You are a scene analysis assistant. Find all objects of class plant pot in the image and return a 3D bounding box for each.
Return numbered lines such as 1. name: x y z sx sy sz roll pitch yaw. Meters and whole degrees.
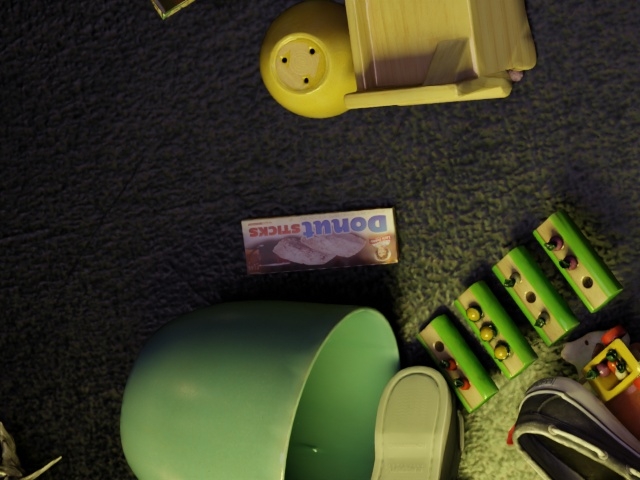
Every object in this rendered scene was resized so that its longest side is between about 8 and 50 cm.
1. plant pot: -0.077 0.197 1.795 0.235 0.293 0.293 10 102 24
2. plant pot: -0.012 -0.197 1.801 0.134 0.095 0.134 2 101 12

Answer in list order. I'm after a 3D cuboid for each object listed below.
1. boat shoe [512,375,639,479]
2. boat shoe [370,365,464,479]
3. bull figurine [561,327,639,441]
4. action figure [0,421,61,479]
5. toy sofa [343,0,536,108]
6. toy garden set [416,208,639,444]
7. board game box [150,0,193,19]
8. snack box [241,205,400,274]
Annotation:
1. boat shoe: 0.322 0.270 1.696 0.301 0.102 0.108 43 129 -8
2. boat shoe: 0.096 0.291 1.782 0.114 0.091 0.302 7 65 29
3. bull figurine: 0.381 0.230 1.790 0.310 0.101 0.188 30 111 12
4. action figure: -0.450 0.318 1.964 0.276 0.141 0.164 -12 95 17
5. toy sofa: 0.108 -0.325 1.744 0.150 0.177 0.362 -2 101 36
6. toy garden set: 0.230 0.120 1.762 0.244 0.049 0.204 -45 71 34
7. board game box: -0.100 -0.363 1.767 0.260 0.030 0.136 -33 89 -12
8. snack box: 0.000 0.000 1.871 0.178 0.022 0.064 -5 97 13
